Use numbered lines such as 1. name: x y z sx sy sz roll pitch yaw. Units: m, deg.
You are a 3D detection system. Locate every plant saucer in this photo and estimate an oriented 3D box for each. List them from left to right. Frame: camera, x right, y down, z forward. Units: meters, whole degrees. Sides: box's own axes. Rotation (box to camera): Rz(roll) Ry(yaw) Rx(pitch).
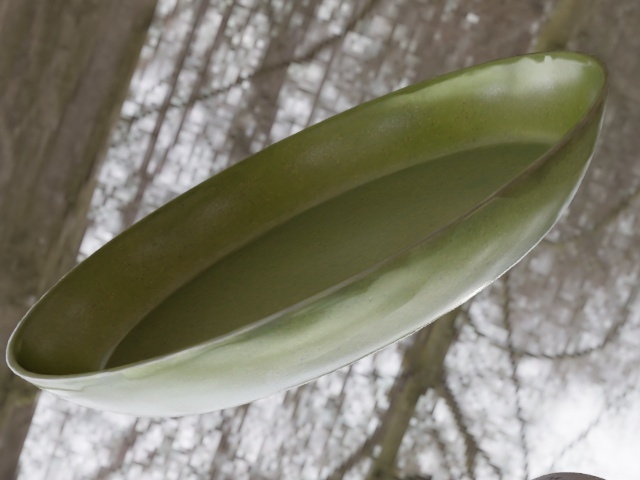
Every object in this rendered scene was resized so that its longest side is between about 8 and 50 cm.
1. plant saucer: 0.000 0.000 0.578 0.037 0.241 0.241 63 -176 -15

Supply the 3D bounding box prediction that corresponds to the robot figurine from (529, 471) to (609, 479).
1. robot figurine: 0.138 0.290 1.091 0.209 0.278 0.173 43 169 27
